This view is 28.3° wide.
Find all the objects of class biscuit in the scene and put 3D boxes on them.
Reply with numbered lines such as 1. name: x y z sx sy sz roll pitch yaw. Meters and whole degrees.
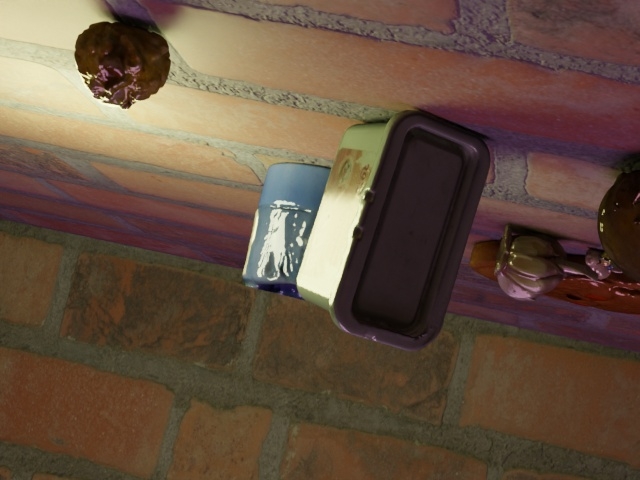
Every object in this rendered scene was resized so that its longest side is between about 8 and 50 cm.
1. biscuit: 0.528 0.086 2.594 0.456 0.078 0.350 13 175 -1

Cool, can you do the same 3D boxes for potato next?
1. potato: 0.461 -0.010 1.701 0.191 0.141 0.296 46 174 10

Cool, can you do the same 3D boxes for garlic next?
1. garlic: 0.412 0.043 2.330 0.194 0.131 0.127 6 153 1

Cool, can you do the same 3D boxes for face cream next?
1. face cream: 0.000 0.000 2.282 0.249 0.225 0.249 12 173 2

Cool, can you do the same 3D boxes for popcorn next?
1. popcorn: -0.253 -0.222 1.605 0.121 0.106 0.116 18 180 -33

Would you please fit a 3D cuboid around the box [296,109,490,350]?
1. box: 0.087 -0.020 1.778 0.175 0.311 0.182 18 178 -29

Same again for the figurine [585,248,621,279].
1. figurine: 0.533 0.041 2.371 0.051 0.047 0.083 -10 153 31
